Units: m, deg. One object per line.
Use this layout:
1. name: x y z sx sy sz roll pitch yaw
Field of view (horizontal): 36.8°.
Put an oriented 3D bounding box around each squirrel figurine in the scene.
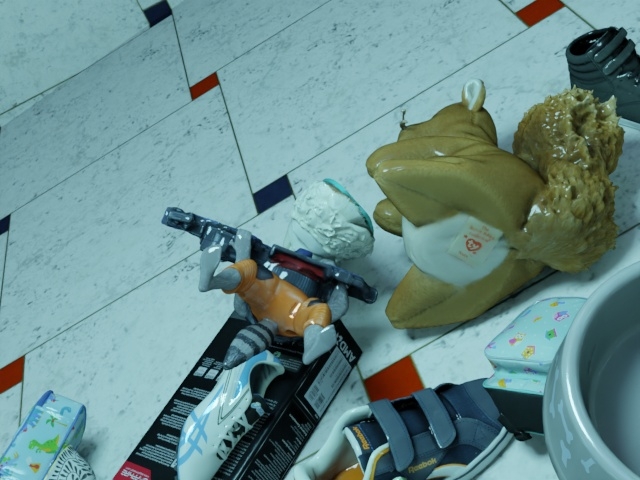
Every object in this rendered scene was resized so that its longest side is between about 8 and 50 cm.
1. squirrel figurine: 0.271 -0.093 1.492 0.397 0.281 0.370 -7 30 14

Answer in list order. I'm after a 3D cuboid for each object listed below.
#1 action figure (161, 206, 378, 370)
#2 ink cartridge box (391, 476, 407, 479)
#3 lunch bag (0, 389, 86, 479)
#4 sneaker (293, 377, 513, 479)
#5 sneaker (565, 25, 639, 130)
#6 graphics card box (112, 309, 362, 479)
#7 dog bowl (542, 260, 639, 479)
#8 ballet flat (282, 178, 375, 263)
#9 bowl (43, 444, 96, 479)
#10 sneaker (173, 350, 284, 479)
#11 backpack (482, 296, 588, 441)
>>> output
1. action figure: -0.102 0.077 1.378 0.341 0.330 0.179 21 89 6
2. ink cartridge box: 0.047 0.411 1.117 0.235 0.056 0.171 -35 71 0
3. lunch bag: -0.469 0.373 1.586 0.090 0.176 0.219 22 53 2
4. sneaker: 0.113 0.266 1.256 0.321 0.127 0.126 -35 33 -2
5. sneaker: 0.510 -0.262 1.538 0.104 0.147 0.295 -47 37 -20
6. graphics card box: -0.125 0.268 1.479 0.232 0.094 0.371 6 52 42
7. dog bowl: 0.400 0.157 0.970 0.348 0.102 0.349 -6 54 9
8. ballet flat: 0.000 0.000 1.556 0.147 0.147 0.409 -38 -2 -4
9. bowl: -0.398 0.418 1.518 0.080 0.170 0.170 24 53 1
10. sneaker: -0.129 0.252 1.355 0.086 0.085 0.237 9 56 31
11. backpack: 0.310 0.149 1.200 0.188 0.144 0.166 -32 13 -32
